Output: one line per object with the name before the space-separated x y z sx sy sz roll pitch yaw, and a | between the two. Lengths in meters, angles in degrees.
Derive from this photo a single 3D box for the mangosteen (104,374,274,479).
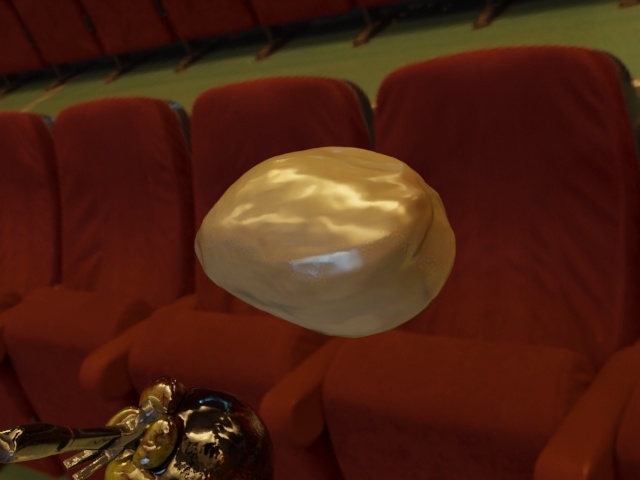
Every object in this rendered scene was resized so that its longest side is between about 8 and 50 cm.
mangosteen | -0.229 0.376 1.508 0.297 0.313 0.297 -19 9 3

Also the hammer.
hammer | -0.304 0.246 1.048 0.137 0.037 0.290 -43 -18 4

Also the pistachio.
pistachio | 0.000 0.000 1.031 0.332 0.226 0.208 3 3 23
